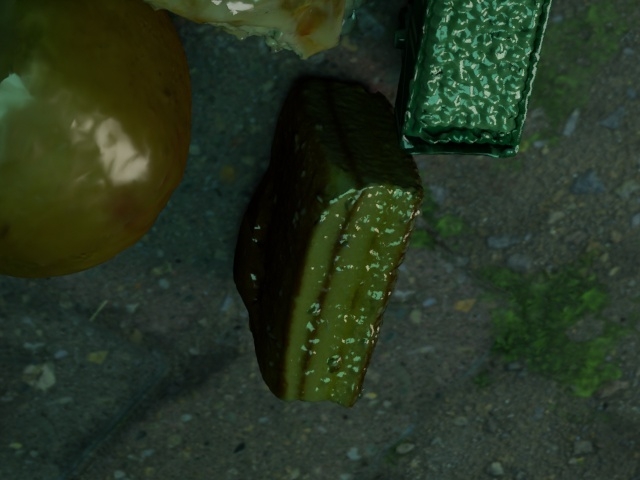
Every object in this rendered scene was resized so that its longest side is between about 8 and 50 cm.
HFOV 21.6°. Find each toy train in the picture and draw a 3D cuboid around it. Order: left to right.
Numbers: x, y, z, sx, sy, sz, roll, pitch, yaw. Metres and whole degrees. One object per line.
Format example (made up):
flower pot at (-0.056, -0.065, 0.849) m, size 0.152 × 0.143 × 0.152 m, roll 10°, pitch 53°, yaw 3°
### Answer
toy train at (0.113, -0.194, 1.325) m, size 0.115 × 0.154 × 0.269 m, roll 5°, pitch 125°, yaw -6°

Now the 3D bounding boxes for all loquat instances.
loquat at (-0.239, -0.106, 1.271) m, size 0.276 × 0.276 × 0.284 m, roll -22°, pitch 153°, yaw 10°

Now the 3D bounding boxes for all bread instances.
bread at (0.000, 0.000, 1.435) m, size 0.110 × 0.184 × 0.234 m, roll 7°, pitch 122°, yaw -14°

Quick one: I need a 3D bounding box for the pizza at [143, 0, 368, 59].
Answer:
pizza at (-0.088, -0.296, 1.117) m, size 0.392 × 0.080 × 0.435 m, roll -12°, pitch 127°, yaw -30°
